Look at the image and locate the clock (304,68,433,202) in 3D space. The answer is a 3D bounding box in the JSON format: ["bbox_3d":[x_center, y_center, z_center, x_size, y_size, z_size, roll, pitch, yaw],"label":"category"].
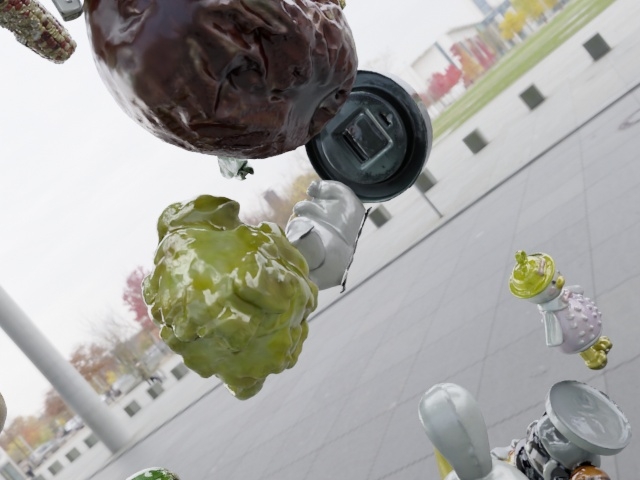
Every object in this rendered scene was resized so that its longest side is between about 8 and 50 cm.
[{"bbox_3d":[0.105,-0.239,1.348,0.312,0.312,0.061,-39,1,37],"label":"clock"}]

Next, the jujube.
[{"bbox_3d":[-0.117,-0.245,0.766,0.276,0.276,0.377,-39,-24,31],"label":"jujube"}]

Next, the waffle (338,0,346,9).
[{"bbox_3d":[-0.021,-0.565,1.414,0.161,0.046,0.192,3,8,-17],"label":"waffle"}]

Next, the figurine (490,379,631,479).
[{"bbox_3d":[0.344,0.338,0.863,0.176,0.133,0.236,-83,9,-55],"label":"figurine"}]

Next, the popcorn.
[{"bbox_3d":[-0.121,0.080,0.813,0.235,0.250,0.241,-7,48,13],"label":"popcorn"}]

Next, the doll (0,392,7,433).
[{"bbox_3d":[-0.608,0.232,0.812,0.174,0.330,0.235,-49,43,9],"label":"doll"}]

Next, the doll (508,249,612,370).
[{"bbox_3d":[0.341,0.094,0.842,0.081,0.207,0.129,-27,17,51],"label":"doll"}]

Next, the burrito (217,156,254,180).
[{"bbox_3d":[-0.187,-0.166,1.312,0.044,0.074,0.118,-29,35,-35],"label":"burrito"}]

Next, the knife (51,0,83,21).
[{"bbox_3d":[-0.599,-0.599,1.312,0.073,0.265,0.040,-25,-16,-19],"label":"knife"}]

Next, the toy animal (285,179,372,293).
[{"bbox_3d":[-0.001,0.004,1.144,0.325,0.154,0.208,-62,-12,-67],"label":"toy animal"}]

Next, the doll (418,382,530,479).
[{"bbox_3d":[0.166,0.285,0.573,0.111,0.237,0.252,-21,-37,1],"label":"doll"}]

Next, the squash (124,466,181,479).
[{"bbox_3d":[-0.237,0.308,0.589,0.219,0.077,0.068,-26,37,-25],"label":"squash"}]

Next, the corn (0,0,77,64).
[{"bbox_3d":[-0.591,-0.442,1.130,0.098,0.098,0.290,-40,-37,4],"label":"corn"}]
